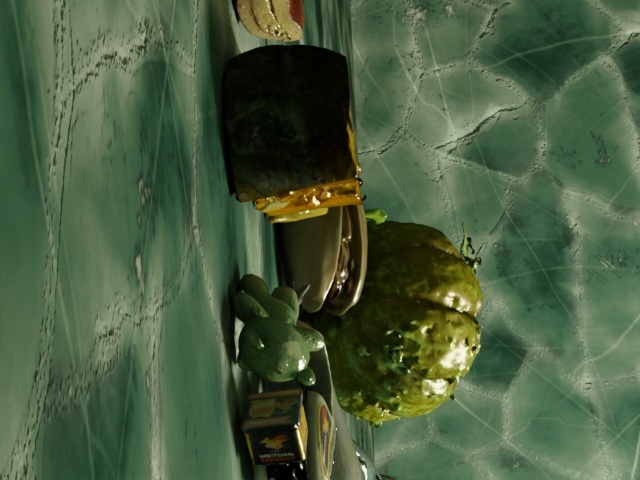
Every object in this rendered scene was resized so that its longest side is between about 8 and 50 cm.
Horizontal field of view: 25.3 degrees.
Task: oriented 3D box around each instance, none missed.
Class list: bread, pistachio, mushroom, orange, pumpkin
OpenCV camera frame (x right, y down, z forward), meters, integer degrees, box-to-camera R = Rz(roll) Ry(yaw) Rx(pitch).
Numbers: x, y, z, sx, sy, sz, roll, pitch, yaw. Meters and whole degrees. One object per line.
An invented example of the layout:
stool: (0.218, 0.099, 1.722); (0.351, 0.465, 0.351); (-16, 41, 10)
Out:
bread: (-0.061, -0.290, 1.666); (0.192, 0.067, 0.119); (-86, 163, -63)
pistachio: (0.000, 0.000, 1.931); (0.131, 0.129, 0.206); (-22, -114, 51)
mushroom: (-0.014, 0.231, 1.732); (0.118, 0.103, 0.270); (95, -17, -70)
orange: (0.087, 0.112, 2.062); (0.301, 0.223, 0.300); (-21, -118, 48)
pumpkin: (-0.021, -0.082, 1.584); (0.190, 0.139, 0.280); (-94, 174, -47)

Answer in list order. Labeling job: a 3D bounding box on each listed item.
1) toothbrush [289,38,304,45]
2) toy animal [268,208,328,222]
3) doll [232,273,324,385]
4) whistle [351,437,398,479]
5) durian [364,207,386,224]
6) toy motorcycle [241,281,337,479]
toothbrush: (-0.031, -0.259, 1.908); (0.030, 0.025, 0.342); (-18, 95, -78)
toy animal: (-0.040, -0.105, 1.794); (0.083, 0.070, 0.159); (-11, 83, -45)
doll: (-0.052, 0.094, 1.484); (0.115, 0.077, 0.150); (34, 25, -22)
whistle: (0.046, 0.355, 1.924); (0.189, 0.189, 0.348); (-88, 160, -49)
durian: (0.054, 0.046, 2.338); (0.101, 0.139, 0.250); (-96, 180, -54)
toy motorcycle: (-0.032, 0.171, 1.562); (0.263, 0.091, 0.157); (-86, 168, -57)
